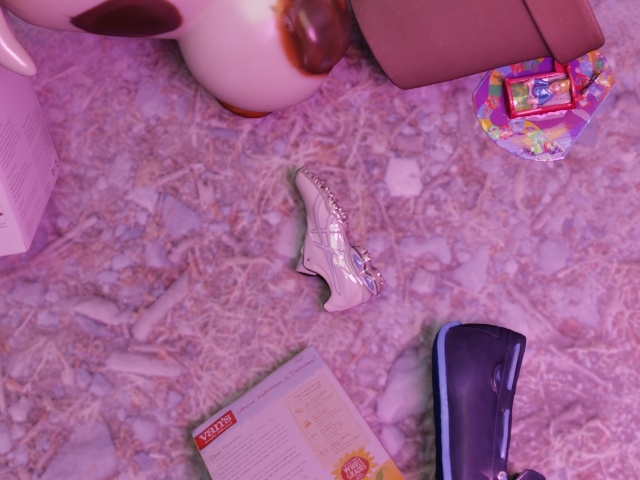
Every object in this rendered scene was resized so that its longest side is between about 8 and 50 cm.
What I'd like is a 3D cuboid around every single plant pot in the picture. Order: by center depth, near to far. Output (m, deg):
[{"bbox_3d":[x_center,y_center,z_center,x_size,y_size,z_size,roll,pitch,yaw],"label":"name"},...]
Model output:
[{"bbox_3d":[0.157,-0.286,1.146,0.229,0.263,0.263,-25,77,17],"label":"plant pot"}]

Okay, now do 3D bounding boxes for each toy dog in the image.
[{"bbox_3d":[-0.146,-0.303,1.106,0.407,0.284,0.396,28,52,-22],"label":"toy dog"}]

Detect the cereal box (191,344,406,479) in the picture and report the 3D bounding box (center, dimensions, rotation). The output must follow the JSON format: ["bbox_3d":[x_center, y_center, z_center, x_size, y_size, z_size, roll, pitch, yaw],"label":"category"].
[{"bbox_3d":[-0.024,0.234,1.075,0.173,0.047,0.240,-35,37,-2],"label":"cereal box"}]

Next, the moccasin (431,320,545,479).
[{"bbox_3d":[0.183,0.252,1.077,0.116,0.138,0.342,-1,80,1],"label":"moccasin"}]

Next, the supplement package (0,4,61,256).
[{"bbox_3d":[-0.431,-0.131,1.118,0.198,0.199,0.263,-9,121,4],"label":"supplement package"}]

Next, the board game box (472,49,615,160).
[{"bbox_3d":[0.262,-0.180,1.206,0.133,0.033,0.169,35,84,11],"label":"board game box"}]

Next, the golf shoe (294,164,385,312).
[{"bbox_3d":[0.000,0.000,1.181,0.086,0.069,0.176,-30,76,5],"label":"golf shoe"}]
